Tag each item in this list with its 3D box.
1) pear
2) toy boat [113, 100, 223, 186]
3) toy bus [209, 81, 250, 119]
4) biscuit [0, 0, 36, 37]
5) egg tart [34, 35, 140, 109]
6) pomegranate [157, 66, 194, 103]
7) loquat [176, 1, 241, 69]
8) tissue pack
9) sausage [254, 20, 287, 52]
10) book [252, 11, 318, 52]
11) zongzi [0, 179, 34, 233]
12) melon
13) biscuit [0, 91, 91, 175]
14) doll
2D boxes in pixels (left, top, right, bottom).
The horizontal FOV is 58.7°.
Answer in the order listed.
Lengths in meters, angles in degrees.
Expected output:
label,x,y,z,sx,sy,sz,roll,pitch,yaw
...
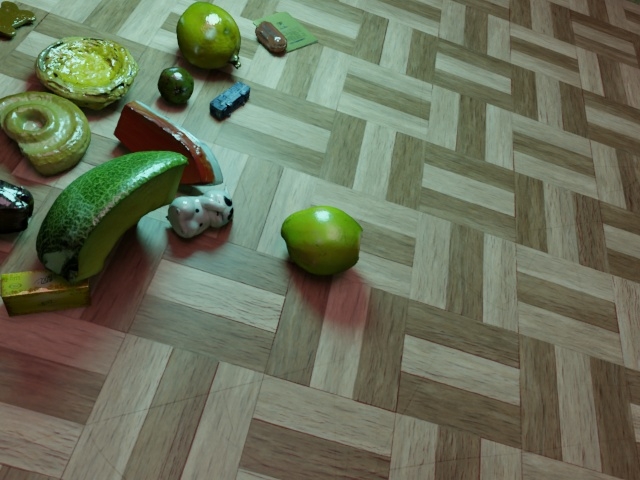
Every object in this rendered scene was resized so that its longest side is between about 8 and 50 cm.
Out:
label,x,y,z,sx,sy,sz,roll,pitch,yaw
pear,0.000,0.000,1.522,0.220,0.187,0.187,7,53,4
toy boat,-0.411,-0.257,1.599,0.332,0.145,0.133,37,25,9
toy bus,-0.289,-0.450,1.826,0.065,0.047,0.166,31,51,11
biscuit,-0.997,-0.670,1.763,0.138,0.031,0.204,27,52,3
egg tart,-0.688,-0.497,1.697,0.291,0.107,0.290,7,59,-11
pomegranate,-0.451,-0.488,1.767,0.115,0.114,0.142,-3,33,-20
loquat,-0.350,-0.655,1.863,0.246,0.213,0.213,43,53,0
tissue pack,-0.615,0.114,1.284,0.176,0.095,0.062,-7,59,-23
sausage,-0.176,-0.729,2.046,0.076,0.076,0.141,-34,70,-34
book,-0.131,-0.787,2.138,0.168,0.013,0.192,-32,70,-33
zongzi,-0.849,-0.154,1.377,0.290,0.154,0.317,4,48,-25
melon,-0.498,-0.062,1.323,0.332,0.225,0.343,-7,18,20
biscuit,-0.750,-0.312,1.550,0.274,0.091,0.213,40,55,15
doll,-0.312,-0.076,1.512,0.181,0.110,0.107,-17,23,-26
